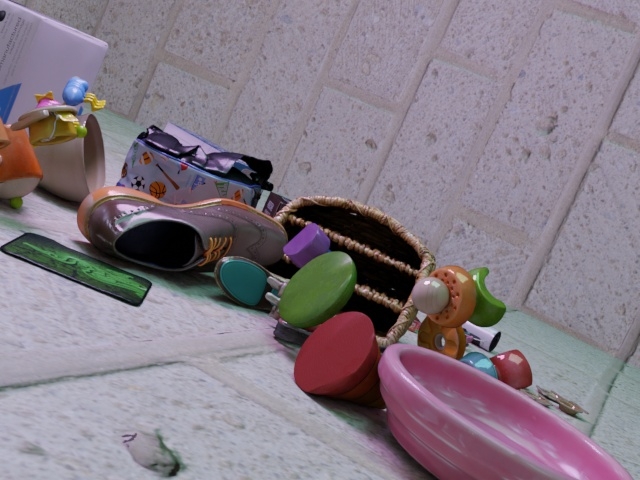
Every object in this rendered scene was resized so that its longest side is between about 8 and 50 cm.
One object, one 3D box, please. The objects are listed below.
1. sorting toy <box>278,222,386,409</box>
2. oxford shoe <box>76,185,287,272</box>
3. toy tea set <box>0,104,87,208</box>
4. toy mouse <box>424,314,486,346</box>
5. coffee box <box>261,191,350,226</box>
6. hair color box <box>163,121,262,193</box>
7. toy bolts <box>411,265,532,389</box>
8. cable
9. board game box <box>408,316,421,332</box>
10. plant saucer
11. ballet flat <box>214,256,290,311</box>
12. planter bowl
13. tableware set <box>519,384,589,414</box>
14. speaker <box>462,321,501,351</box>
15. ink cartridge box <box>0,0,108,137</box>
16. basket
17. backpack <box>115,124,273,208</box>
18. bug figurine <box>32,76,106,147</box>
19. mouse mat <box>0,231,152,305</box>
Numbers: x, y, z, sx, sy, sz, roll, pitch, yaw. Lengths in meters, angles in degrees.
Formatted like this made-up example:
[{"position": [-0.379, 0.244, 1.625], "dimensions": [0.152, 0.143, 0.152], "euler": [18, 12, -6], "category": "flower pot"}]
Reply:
[{"position": [0.030, 0.113, 1.216], "dimensions": [0.126, 0.127, 0.365], "euler": [47, 12, -29], "category": "sorting toy"}, {"position": [-0.191, 0.009, 1.371], "dimensions": [0.364, 0.130, 0.133], "euler": [5, 22, -37], "category": "oxford shoe"}, {"position": [-0.498, -0.107, 1.231], "dimensions": [0.200, 0.124, 0.336], "euler": [-15, -2, 41], "category": "toy tea set"}, {"position": [0.295, 0.206, 1.911], "dimensions": [0.143, 0.031, 0.161], "euler": [23, 7, -11], "category": "toy mouse"}, {"position": [0.000, 0.000, 2.121], "dimensions": [0.297, 0.118, 0.168], "euler": [23, 7, -16], "category": "coffee box"}, {"position": [-0.272, -0.137, 1.999], "dimensions": [0.105, 0.173, 0.347], "euler": [21, 7, -39], "category": "hair color box"}, {"position": [0.206, 0.177, 1.423], "dimensions": [0.158, 0.218, 0.228], "euler": [3, 51, -37], "category": "toy bolts"}, {"position": [0.039, 0.143, 1.309], "dimensions": [0.287, 0.072, 0.139], "euler": [24, 12, -2], "category": "cable"}, {"position": [0.073, 0.116, 1.862], "dimensions": [0.281, 0.027, 0.145], "euler": [24, 8, -7], "category": "board game box"}, {"position": [0.207, 0.238, 1.036], "dimensions": [0.332, 0.084, 0.332], "euler": [28, 7, -4], "category": "plant saucer"}, {"position": [-0.101, 0.076, 1.400], "dimensions": [0.206, 0.073, 0.067], "euler": [30, -8, -38], "category": "ballet flat"}, {"position": [-0.455, -0.143, 1.561], "dimensions": [0.109, 0.162, 0.162], "euler": [-3, 7, 0], "category": "planter bowl"}, {"position": [0.439, 0.301, 1.717], "dimensions": [0.169, 0.020, 0.141], "euler": [22, 7, -19], "category": "tableware set"}, {"position": [0.348, 0.204, 2.024], "dimensions": [0.136, 0.055, 0.055], "euler": [28, 7, 29], "category": "speaker"}, {"position": [-0.649, -0.341, 1.777], "dimensions": [0.395, 0.285, 0.166], "euler": [28, 8, 37], "category": "ink cartridge box"}, {"position": [0.048, 0.038, 1.564], "dimensions": [0.299, 0.213, 0.223], "euler": [25, 6, 12], "category": "basket"}, {"position": [-0.243, -0.088, 1.556], "dimensions": [0.277, 0.213, 0.263], "euler": [18, -2, 2], "category": "backpack"}, {"position": [-0.509, -0.207, 1.473], "dimensions": [0.279, 0.072, 0.216], "euler": [-18, 27, -3], "category": "bug figurine"}, {"position": [-0.320, 0.035, 1.167], "dimensions": [0.190, 0.007, 0.152], "euler": [24, 6, -8], "category": "mouse mat"}]
